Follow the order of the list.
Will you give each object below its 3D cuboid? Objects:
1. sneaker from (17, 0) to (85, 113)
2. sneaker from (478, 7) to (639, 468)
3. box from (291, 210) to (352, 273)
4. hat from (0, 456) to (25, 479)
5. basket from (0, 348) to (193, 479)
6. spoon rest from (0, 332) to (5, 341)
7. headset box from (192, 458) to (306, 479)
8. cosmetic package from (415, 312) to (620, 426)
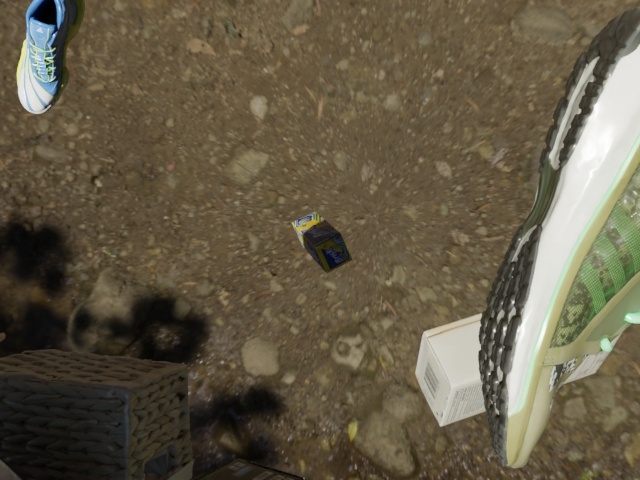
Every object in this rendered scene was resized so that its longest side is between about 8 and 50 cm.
[{"bbox_3d":[-0.495,-0.340,1.217,0.091,0.126,0.240,18,101,-4],"label":"sneaker"},{"bbox_3d":[0.261,0.025,0.591,0.182,0.158,0.410,18,101,4],"label":"sneaker"},{"bbox_3d":[0.000,0.000,1.267,0.054,0.169,0.059,-28,112,-8],"label":"box"},{"bbox_3d":[-0.317,0.216,0.411,0.331,0.134,0.331,-4,102,-18],"label":"hat"},{"bbox_3d":[-0.198,0.150,0.555,0.167,0.113,0.103,2,91,14],"label":"basket"},{"bbox_3d":[-0.593,0.320,1.357,0.084,0.137,0.276,-30,92,-3],"label":"spoon rest"},{"bbox_3d":[-0.142,0.487,0.952,0.131,0.246,0.283,6,96,30],"label":"headset box"},{"bbox_3d":[0.329,0.192,1.175,0.309,0.160,0.113,-16,53,-12],"label":"cosmetic package"}]
